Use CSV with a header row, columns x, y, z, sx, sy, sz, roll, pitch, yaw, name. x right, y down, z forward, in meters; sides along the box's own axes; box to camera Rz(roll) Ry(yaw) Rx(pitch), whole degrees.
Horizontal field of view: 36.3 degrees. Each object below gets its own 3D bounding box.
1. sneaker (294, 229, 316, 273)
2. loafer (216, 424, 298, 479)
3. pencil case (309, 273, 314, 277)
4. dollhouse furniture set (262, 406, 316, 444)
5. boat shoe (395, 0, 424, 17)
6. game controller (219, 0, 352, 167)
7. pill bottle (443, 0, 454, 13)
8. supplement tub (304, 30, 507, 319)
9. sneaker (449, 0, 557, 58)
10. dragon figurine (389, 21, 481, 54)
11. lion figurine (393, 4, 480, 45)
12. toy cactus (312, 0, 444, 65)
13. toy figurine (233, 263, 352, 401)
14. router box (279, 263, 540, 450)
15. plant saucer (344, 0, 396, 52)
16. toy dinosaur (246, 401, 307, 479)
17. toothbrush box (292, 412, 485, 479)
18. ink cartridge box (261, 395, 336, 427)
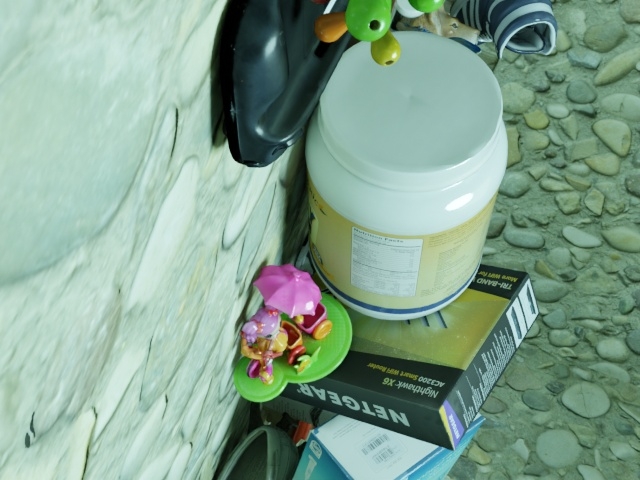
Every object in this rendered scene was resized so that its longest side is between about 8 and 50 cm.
x,y,z,sx,sy,sz,roll,pitch,yaw,name
0.000,0.000,1.431,0.040,0.044,0.109,67,43,-78,sneaker
-0.135,0.411,1.394,0.319,0.112,0.111,-66,156,-17,loafer
-0.013,0.105,1.503,0.086,0.088,0.206,65,29,-23,pencil case
-0.029,0.327,1.786,0.259,0.135,0.262,9,101,-83,dollhouse furniture set
0.144,-0.375,1.397,0.063,0.066,0.184,98,5,-58,boat shoe
-0.002,-0.211,0.782,0.166,0.067,0.319,78,31,-51,game controller
0.241,-0.457,1.579,0.229,0.131,0.131,76,35,-77,pill bottle
0.096,-0.069,1.153,0.316,0.228,0.228,89,22,-59,supplement tub
0.280,-0.329,1.515,0.282,0.099,0.153,120,-40,-73,sneaker
0.154,-0.231,1.297,0.144,0.289,0.085,-2,116,-41,dragon figurine
0.172,-0.274,1.631,0.392,0.142,0.240,-109,-175,-78,lion figurine
0.032,-0.232,0.661,0.180,0.112,0.219,55,50,-35,toy cactus
-0.052,0.098,1.176,0.173,0.130,0.159,-42,151,-13,toy figurine
0.096,0.124,1.294,0.243,0.309,0.081,-51,133,-32,router box
0.065,-0.275,1.183,0.168,0.029,0.168,20,90,-84,plant saucer
-0.082,0.378,1.554,0.160,0.121,0.313,-41,149,-37,toy dinosaur
0.079,0.327,1.395,0.216,0.126,0.295,-28,155,-30,toothbrush box
0.020,0.227,1.599,0.086,0.203,0.148,94,17,-61,ink cartridge box
